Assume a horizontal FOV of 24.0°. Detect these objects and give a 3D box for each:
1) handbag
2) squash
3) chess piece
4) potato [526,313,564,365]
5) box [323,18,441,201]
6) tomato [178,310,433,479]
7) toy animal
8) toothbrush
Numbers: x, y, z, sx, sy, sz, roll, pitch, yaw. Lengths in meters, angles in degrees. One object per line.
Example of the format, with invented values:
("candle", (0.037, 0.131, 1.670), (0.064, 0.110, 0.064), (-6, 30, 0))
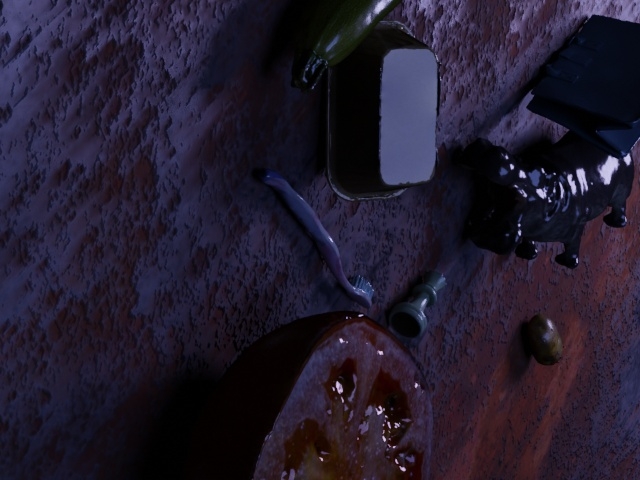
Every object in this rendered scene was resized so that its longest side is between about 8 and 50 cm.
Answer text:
("handbag", (0.357, -0.200, 1.846), (0.221, 0.144, 0.057), (-48, 155, -41))
("squash", (0.034, -0.226, 1.387), (0.252, 0.066, 0.066), (-49, 139, -38))
("chess piece", (0.110, 0.065, 1.649), (0.093, 0.042, 0.042), (-53, 142, -44))
("potato", (0.291, 0.130, 1.960), (0.051, 0.040, 0.083), (-81, 152, -42))
("box", (0.059, -0.123, 1.445), (0.111, 0.111, 0.177), (-15, 110, -56))
("tomato", (-0.026, 0.219, 1.385), (0.338, 0.143, 0.338), (-20, 113, -56))
("toy animal", (0.273, -0.050, 1.806), (0.343, 0.106, 0.168), (-14, 113, -52))
("toothbrush", (0.000, 0.000, 1.460), (0.269, 0.021, 0.027), (52, 45, -53))
